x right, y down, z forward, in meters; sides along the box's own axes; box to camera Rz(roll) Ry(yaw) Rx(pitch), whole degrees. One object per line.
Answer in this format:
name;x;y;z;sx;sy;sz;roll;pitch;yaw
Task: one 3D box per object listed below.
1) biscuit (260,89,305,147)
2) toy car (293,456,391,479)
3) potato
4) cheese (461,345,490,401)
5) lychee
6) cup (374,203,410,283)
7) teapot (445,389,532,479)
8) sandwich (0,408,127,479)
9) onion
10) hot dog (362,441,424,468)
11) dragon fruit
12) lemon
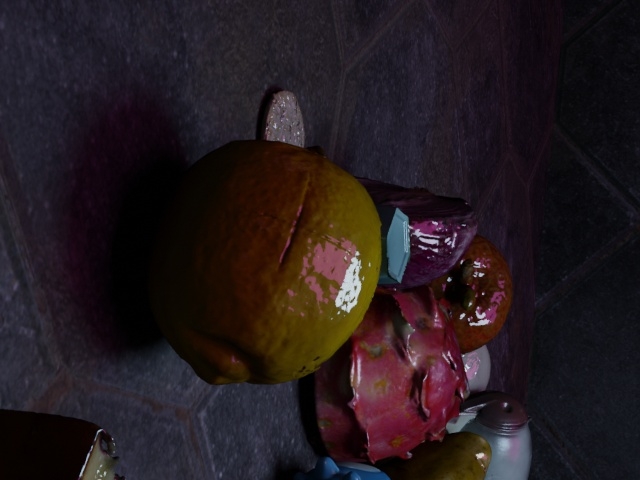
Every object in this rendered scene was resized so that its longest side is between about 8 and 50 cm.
biscuit;-0.057;-0.154;1.636;0.152;0.020;0.152;4;90;-69
toy car;0.020;0.438;1.688;0.255;0.188;0.190;-53;133;-54
potato;0.155;0.458;1.908;0.369;0.176;0.195;-32;159;-31
cheese;0.304;0.281;2.421;0.198;0.154;0.189;62;42;-52
lychee;0.280;0.103;2.206;0.300;0.255;0.255;147;-45;-68
cup;0.000;0.000;1.516;0.148;0.236;0.134;-41;129;-58
teapot;0.307;0.468;2.318;0.233;0.315;0.312;-131;-129;-59
sandwich;-0.280;0.291;1.004;0.122;0.128;0.235;72;31;-50
onion;0.095;0.002;1.732;0.349;0.267;0.159;-18;120;-64
hot dog;0.134;0.412;2.115;0.242;0.073;0.084;-26;113;-62
dragon fruit;0.133;0.215;1.888;0.386;0.249;0.371;70;26;-48
lemon;-0.069;0.027;1.289;0.297;0.297;0.297;3;90;-68
